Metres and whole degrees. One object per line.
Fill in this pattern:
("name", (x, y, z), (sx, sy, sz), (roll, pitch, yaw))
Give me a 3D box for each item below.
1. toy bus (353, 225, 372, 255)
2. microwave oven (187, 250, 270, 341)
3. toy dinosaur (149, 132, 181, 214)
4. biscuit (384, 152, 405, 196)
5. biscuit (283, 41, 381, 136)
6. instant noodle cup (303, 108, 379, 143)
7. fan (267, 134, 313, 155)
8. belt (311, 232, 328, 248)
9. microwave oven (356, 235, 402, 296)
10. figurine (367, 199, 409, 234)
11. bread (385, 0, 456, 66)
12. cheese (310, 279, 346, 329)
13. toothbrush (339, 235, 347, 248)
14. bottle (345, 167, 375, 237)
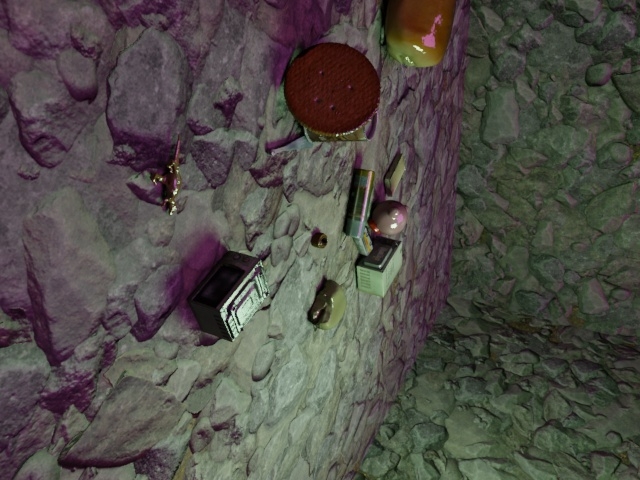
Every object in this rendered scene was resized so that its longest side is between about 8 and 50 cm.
("toy bus", (0.189, -0.001, 2.397), (0.072, 0.058, 0.172), (-56, 148, -20))
("microwave oven", (-0.245, 0.156, 1.507), (0.205, 0.129, 0.162), (-55, 146, -36))
("toy dinosaur", (-0.345, -0.153, 1.275), (0.126, 0.039, 0.161), (77, 30, -60))
("biscuit", (0.364, -0.320, 2.619), (0.199, 0.041, 0.121), (-60, 147, -33))
("biscuit", (0.037, -0.457, 1.630), (0.038, 0.306, 0.304), (117, -9, -80))
("instant noodle cup", (0.073, -0.419, 1.765), (0.217, 0.208, 0.217), (9, 90, -70))
("fan", (-0.090, -0.311, 1.727), (0.282, 0.023, 0.057), (-32, 131, -58))
("belt", (0.000, 0.000, 2.036), (0.083, 0.036, 0.059), (-1, 102, -65))
("microwave oven", (0.277, 0.113, 2.524), (0.240, 0.145, 0.193), (-52, 144, -41))
("figurine", (0.323, -0.108, 2.488), (0.173, 0.174, 0.173), (-38, 134, -53))
("bread", (0.418, -0.911, 2.210), (0.348, 0.253, 0.375), (15, 90, -68))
("cheese", (0.033, 0.275, 2.169), (0.202, 0.091, 0.175), (-58, 147, -35))
("toothbrush", (0.103, -0.001, 2.276), (0.006, 0.008, 0.096), (88, 25, -57))
("bottle", (0.164, -0.154, 2.241), (0.082, 0.082, 0.285), (-3, 104, -63))
